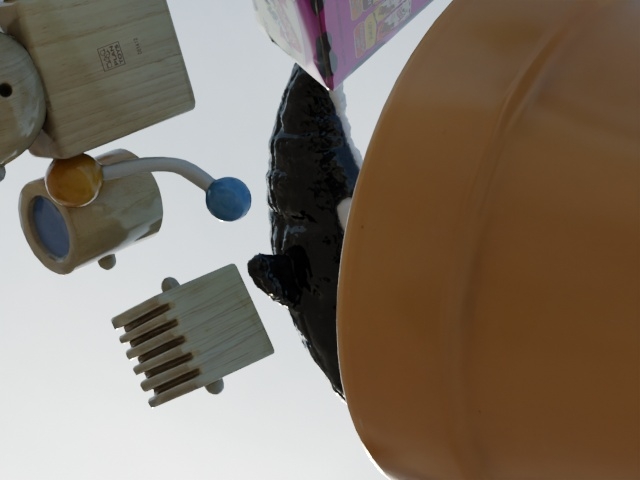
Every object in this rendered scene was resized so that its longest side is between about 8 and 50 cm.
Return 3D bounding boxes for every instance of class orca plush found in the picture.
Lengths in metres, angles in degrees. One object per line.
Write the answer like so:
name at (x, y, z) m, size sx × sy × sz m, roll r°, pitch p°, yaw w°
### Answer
orca plush at (0.000, 0.000, 1.287) m, size 0.151 × 0.102 × 0.287 m, roll 21°, pitch -57°, yaw 41°

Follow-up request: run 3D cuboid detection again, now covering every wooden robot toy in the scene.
wooden robot toy at (-0.078, -0.032, 0.473) m, size 0.076 × 0.079 × 0.173 m, roll 0°, pitch -70°, yaw 50°

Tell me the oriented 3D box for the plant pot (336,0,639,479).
plant pot at (0.174, 0.015, 0.910) m, size 0.204 × 0.291 × 0.290 m, roll 14°, pitch -42°, yaw 34°

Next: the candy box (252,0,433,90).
candy box at (0.060, -0.214, 1.033) m, size 0.071 × 0.233 × 0.159 m, roll 43°, pitch -15°, yaw 20°
